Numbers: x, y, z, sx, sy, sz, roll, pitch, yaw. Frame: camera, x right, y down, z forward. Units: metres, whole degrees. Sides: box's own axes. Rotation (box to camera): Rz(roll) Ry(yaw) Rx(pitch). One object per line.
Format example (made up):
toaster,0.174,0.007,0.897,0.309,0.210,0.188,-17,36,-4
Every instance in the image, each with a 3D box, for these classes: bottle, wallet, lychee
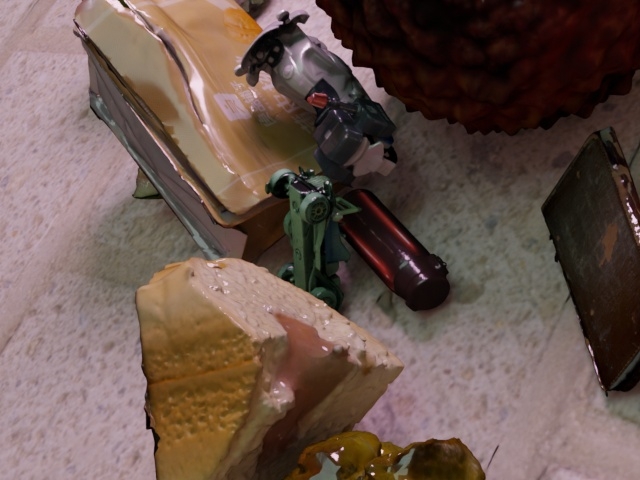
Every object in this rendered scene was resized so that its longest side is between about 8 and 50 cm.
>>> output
bottle,0.073,0.010,1.251,0.060,0.060,0.164,-39,44,-1
wallet,0.258,0.015,1.099,0.031,0.122,0.232,7,46,-17
lychee,0.184,-0.351,1.228,0.424,0.424,0.500,0,82,33

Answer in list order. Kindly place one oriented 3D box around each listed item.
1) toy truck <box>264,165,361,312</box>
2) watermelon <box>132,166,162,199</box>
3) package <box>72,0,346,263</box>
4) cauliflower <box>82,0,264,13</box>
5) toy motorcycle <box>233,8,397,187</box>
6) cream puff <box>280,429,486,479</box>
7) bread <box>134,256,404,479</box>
toy truck,0.000,-0.001,1.257,0.078,0.154,0.080,-20,34,-25
watermelon,-0.138,-0.148,1.477,0.119,0.063,0.245,21,85,14
package,-0.129,-0.149,1.355,0.221,0.165,0.311,-39,70,1
cauliflower,-0.181,-0.287,1.593,0.256,0.239,0.315,-32,77,25
toy motorcycle,-0.003,-0.154,1.276,0.102,0.150,0.221,-49,52,24
cream puff,0.055,0.257,0.990,0.244,0.196,0.244,-3,75,10
bread,-0.091,0.128,1.109,0.211,0.183,0.224,41,103,25
